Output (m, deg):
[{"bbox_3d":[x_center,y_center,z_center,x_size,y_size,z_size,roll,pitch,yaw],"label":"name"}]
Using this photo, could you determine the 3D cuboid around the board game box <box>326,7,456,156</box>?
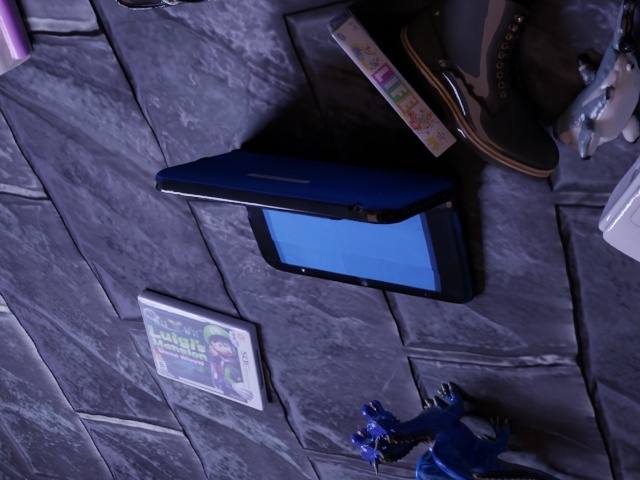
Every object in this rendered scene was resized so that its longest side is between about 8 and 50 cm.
[{"bbox_3d":[0.067,-0.155,1.031,0.026,0.103,0.154,-40,105,9],"label":"board game box"}]

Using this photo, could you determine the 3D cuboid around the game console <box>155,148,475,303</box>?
[{"bbox_3d":[0.000,0.000,1.179,0.293,0.250,0.173,9,106,28],"label":"game console"}]

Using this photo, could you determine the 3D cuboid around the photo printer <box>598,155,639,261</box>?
[{"bbox_3d":[0.430,-0.024,0.896,0.307,0.107,0.256,30,138,6],"label":"photo printer"}]

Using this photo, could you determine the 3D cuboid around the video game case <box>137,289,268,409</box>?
[{"bbox_3d":[-0.172,0.163,1.560,0.190,0.022,0.173,16,136,22],"label":"video game case"}]

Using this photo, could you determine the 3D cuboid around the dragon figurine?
[{"bbox_3d":[0.174,0.280,1.339,0.289,0.144,0.085,36,140,-1],"label":"dragon figurine"}]

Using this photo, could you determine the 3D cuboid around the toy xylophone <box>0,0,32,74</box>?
[{"bbox_3d":[-0.515,-0.258,1.346,0.322,0.081,0.236,19,137,19],"label":"toy xylophone"}]

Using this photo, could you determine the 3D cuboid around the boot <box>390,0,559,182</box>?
[{"bbox_3d":[0.172,-0.157,0.975,0.198,0.077,0.137,41,134,-4],"label":"boot"}]

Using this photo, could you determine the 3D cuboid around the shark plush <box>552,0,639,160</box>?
[{"bbox_3d":[0.248,-0.142,0.955,0.067,0.073,0.161,49,157,36],"label":"shark plush"}]

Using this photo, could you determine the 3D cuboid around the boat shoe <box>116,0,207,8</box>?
[{"bbox_3d":[-0.140,-0.277,1.074,0.233,0.079,0.084,-3,128,39],"label":"boat shoe"}]
